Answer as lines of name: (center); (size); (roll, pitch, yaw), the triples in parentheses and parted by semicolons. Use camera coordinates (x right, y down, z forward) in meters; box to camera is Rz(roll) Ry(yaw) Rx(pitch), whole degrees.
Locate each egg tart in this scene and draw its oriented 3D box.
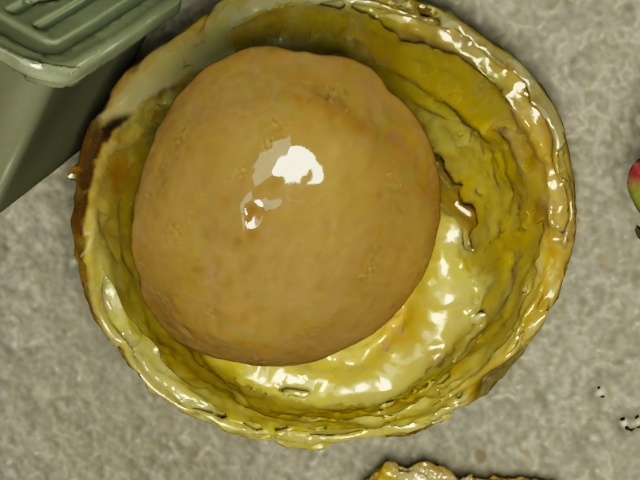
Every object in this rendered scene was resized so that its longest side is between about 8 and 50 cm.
egg tart: (0.000, 0.000, 1.223); (0.345, 0.132, 0.345); (1, 110, 2)

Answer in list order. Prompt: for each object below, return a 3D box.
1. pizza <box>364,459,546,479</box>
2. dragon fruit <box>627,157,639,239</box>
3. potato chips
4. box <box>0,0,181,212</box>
pizza: (0.098, 0.226, 1.310); (0.271, 0.056, 0.134); (9, 111, 9)
dragon fruit: (0.305, -0.052, 1.156); (0.218, 0.198, 0.273); (2, 76, 23)
potato chips: (-0.025, -0.010, 1.119); (0.208, 0.062, 0.195); (-37, 106, 12)
box: (-0.213, -0.122, 1.223); (0.163, 0.243, 0.135); (29, 116, 4)
